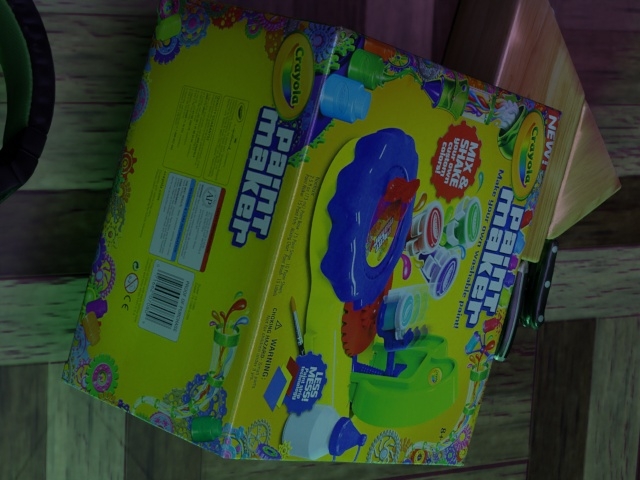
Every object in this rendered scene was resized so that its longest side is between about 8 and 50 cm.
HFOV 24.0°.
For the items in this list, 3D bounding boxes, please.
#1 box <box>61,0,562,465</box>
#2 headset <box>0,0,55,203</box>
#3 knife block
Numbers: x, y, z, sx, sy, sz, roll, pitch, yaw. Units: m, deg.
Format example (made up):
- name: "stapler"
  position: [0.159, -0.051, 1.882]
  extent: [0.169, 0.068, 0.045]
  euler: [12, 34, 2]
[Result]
- name: "box"
  position: [0.000, 0.000, 1.115]
  extent: [0.279, 0.177, 0.290]
  euler: [11, 95, -50]
- name: "headset"
  position: [-0.331, -0.045, 0.969]
  extent: [0.243, 0.185, 0.394]
  euler: [33, 55, -21]
- name: "knife block"
  position: [0.122, -0.043, 1.265]
  extent: [0.242, 0.088, 0.275]
  euler: [-35, 115, -19]
